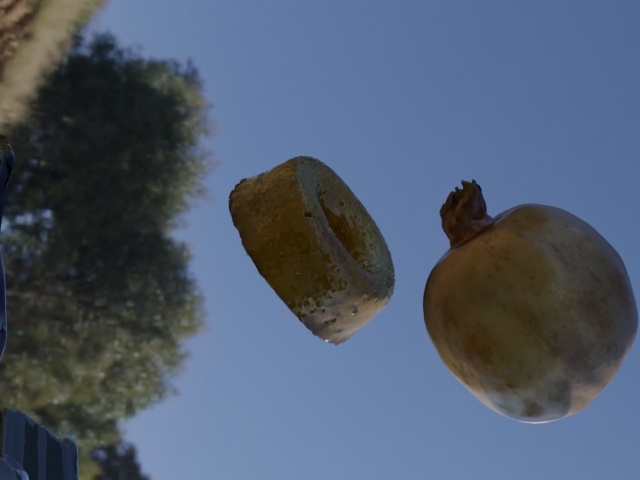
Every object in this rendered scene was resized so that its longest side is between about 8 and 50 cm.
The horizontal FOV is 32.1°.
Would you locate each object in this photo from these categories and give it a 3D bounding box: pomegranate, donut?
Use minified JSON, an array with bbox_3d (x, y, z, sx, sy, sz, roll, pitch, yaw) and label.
[{"bbox_3d":[0.190,0.066,1.034,0.207,0.207,0.207,-26,-121,56],"label":"pomegranate"},{"bbox_3d":[0.002,0.002,1.559,0.108,0.277,0.277,-33,-131,22],"label":"donut"}]

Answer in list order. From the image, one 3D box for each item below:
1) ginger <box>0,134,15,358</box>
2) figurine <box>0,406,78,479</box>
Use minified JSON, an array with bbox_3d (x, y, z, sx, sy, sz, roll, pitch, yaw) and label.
[{"bbox_3d":[-0.432,0.049,1.019,0.413,0.211,0.358,-41,-141,38],"label":"ginger"},{"bbox_3d":[-0.241,0.076,0.483,0.342,0.285,0.167,-7,-128,19],"label":"figurine"}]
